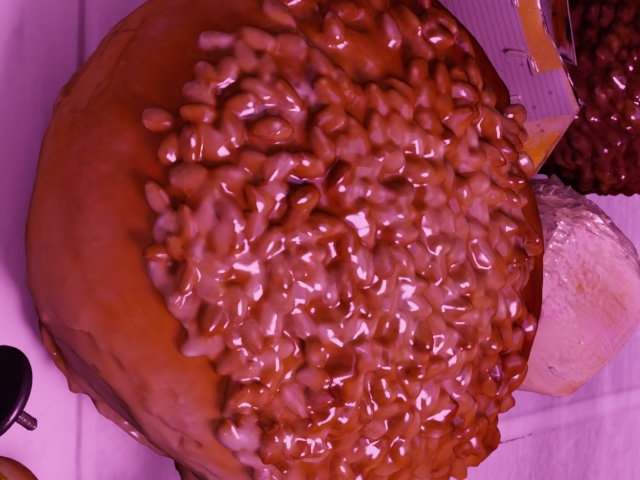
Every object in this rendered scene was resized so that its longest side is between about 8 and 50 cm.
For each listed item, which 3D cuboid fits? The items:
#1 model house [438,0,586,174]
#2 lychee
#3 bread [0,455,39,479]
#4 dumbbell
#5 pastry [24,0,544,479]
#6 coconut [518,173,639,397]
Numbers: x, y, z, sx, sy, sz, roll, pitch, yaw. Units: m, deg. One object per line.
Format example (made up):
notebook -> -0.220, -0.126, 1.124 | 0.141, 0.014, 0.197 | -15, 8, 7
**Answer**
model house -> 0.090, -0.157, 1.450 | 0.136, 0.219, 0.207 | -62, 136, -58
lychee -> 0.270, -0.164, 1.622 | 0.271, 0.271, 0.271 | -8, 100, -51
bread -> -0.217, 0.226, 1.145 | 0.213, 0.105, 0.213 | -2, 92, -50
dumbbell -> -0.221, 0.082, 1.148 | 0.147, 0.069, 0.069 | 43, 61, -44
pastry -> 0.000, 0.000, 1.255 | 0.409, 0.245, 0.409 | -2, 92, -43
coconut -> 0.178, 0.040, 1.568 | 0.194, 0.194, 0.194 | -8, 100, -51
